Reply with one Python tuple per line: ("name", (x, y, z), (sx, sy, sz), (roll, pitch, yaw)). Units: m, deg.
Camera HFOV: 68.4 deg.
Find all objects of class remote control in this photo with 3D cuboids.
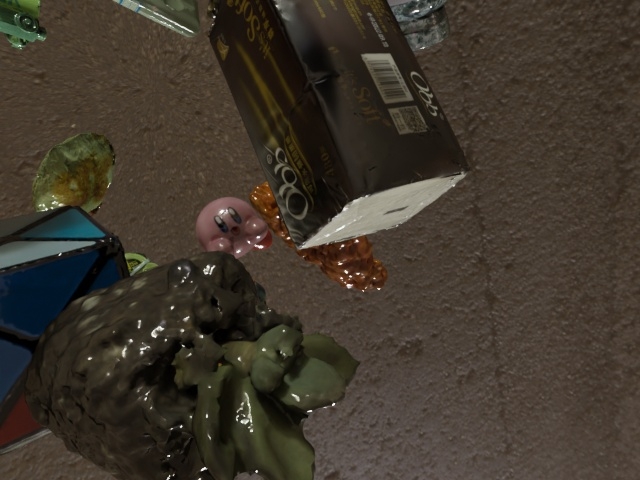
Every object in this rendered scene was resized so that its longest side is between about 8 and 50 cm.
("remote control", (-0.448, -0.637, 1.188), (0.335, 0.065, 0.128), (7, 67, -51))

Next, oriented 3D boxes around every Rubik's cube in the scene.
("Rubik's cube", (-0.419, 0.111, 0.679), (0.246, 0.250, 0.248), (-18, 116, -35))

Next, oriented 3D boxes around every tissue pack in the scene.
("tissue pack", (0.020, -0.189, 0.630), (0.210, 0.198, 0.370), (-12, 73, -36))

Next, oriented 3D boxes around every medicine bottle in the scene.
("medicine bottle", (0.139, -0.471, 0.772), (0.141, 0.141, 0.293), (-29, 125, -9))

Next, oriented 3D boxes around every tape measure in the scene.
("tape measure", (-0.693, 0.122, 1.739), (0.177, 0.087, 0.154), (-36, 89, -31))
("tape measure", (-0.234, 0.123, 1.293), (0.180, 0.107, 0.104), (55, 47, -29))

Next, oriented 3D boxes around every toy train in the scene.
("toy train", (-0.860, -0.620, 1.237), (0.253, 0.105, 0.157), (4, 74, -48))

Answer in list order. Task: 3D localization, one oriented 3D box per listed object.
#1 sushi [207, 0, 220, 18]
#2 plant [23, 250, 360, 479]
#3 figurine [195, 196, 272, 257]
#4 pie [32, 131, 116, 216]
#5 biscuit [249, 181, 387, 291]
("sushi", (-0.151, -0.501, 0.968), (0.179, 0.167, 0.296), (-9, 122, -6))
("plant", (-0.121, 0.131, 0.472), (0.215, 0.312, 0.213), (-48, 118, -45))
("figurine", (-0.313, -0.034, 1.596), (0.270, 0.261, 0.211), (-33, 83, -14))
("pie", (-0.618, -0.155, 1.188), (0.105, 0.274, 0.257), (28, 103, -2))
("biscuit", (0.000, 0.000, 1.099), (0.110, 0.312, 0.318), (-52, 143, -10))
